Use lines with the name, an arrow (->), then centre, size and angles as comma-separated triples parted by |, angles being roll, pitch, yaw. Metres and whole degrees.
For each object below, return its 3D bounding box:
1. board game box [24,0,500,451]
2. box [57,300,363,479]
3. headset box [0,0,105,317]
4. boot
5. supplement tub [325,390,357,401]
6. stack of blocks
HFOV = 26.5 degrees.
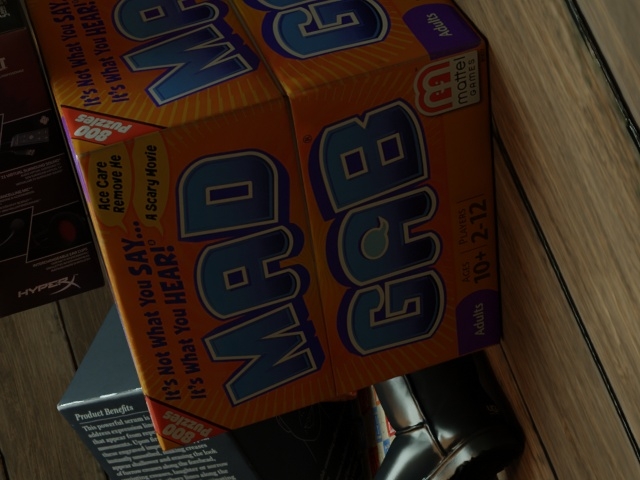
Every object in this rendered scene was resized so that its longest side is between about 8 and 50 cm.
board game box -> -0.059, -0.083, 1.340 | 0.356, 0.356, 0.357 | -118, 15, -49
box -> -0.109, 0.236, 1.764 | 0.396, 0.211, 0.294 | 61, -149, -28
headset box -> -0.304, -0.110, 1.279 | 0.218, 0.110, 0.293 | -125, 20, -61
boot -> 0.092, 0.200, 1.481 | 0.246, 0.094, 0.207 | -46, 50, 28
supplement tub -> 0.004, 0.098, 1.674 | 0.117, 0.116, 0.191 | 104, 169, -73
stack of blocks -> 0.108, 0.247, 1.673 | 0.297, 0.087, 0.171 | 119, 143, -76
